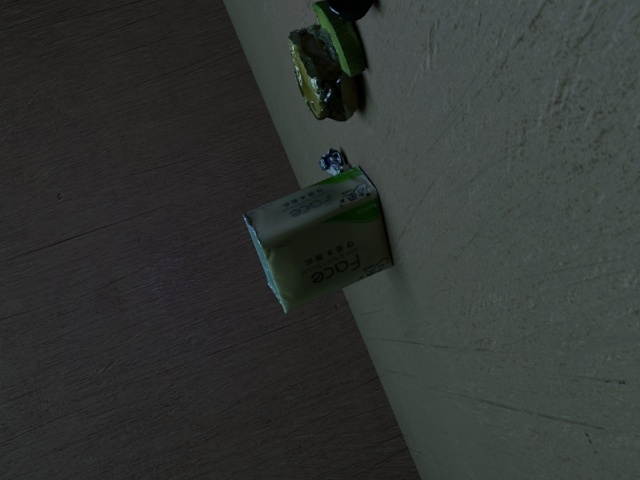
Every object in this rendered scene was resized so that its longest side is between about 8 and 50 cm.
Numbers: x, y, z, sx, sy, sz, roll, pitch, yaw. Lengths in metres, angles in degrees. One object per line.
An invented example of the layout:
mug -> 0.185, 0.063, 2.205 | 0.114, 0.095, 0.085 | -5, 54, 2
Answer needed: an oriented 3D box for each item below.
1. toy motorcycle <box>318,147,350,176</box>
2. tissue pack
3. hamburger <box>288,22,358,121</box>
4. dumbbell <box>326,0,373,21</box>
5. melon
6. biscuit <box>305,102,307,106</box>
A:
toy motorcycle -> 0.068, -0.208, 2.110 | 0.221, 0.102, 0.150 | 64, 152, 14
tissue pack -> 0.000, 0.000, 1.940 | 0.205, 0.405, 0.331 | -124, 14, -50
hamburger -> 0.014, -0.431, 1.641 | 0.211, 0.132, 0.309 | 76, 170, -52
dumbbell -> 0.057, -0.509, 1.191 | 0.208, 0.099, 0.099 | 80, 167, -65
melon -> 0.050, -0.497, 1.463 | 0.118, 0.064, 0.209 | -169, 55, -81
biscuit -> -0.048, -0.541, 2.303 | 0.081, 0.018, 0.083 | -125, 16, -66
